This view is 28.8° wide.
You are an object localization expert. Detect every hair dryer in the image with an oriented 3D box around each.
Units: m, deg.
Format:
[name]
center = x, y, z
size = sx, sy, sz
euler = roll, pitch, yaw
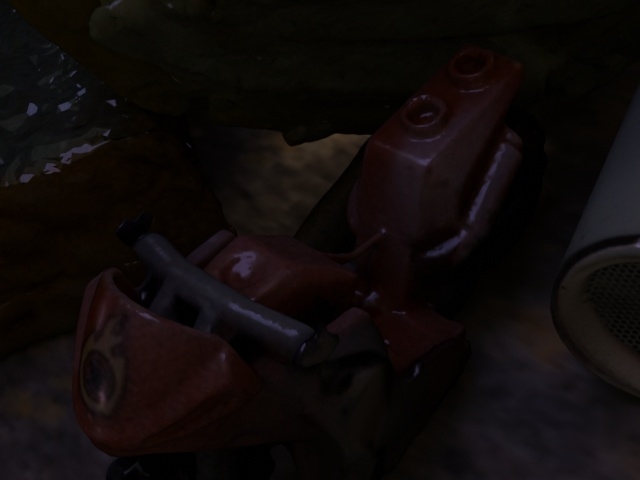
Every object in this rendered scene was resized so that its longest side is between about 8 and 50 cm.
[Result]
[hair dryer]
center = 0.195, -0.013, 0.349
size = 0.236, 0.073, 0.131
euler = 5, 48, 32

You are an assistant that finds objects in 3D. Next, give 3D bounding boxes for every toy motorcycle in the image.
[toy motorcycle]
center = 0.001, 0.016, 0.397
size = 0.084, 0.118, 0.212
euler = 28, 65, 37

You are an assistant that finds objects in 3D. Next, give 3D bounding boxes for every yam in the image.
[yam]
center = 0.000, 0.000, 0.494
size = 0.021, 0.021, 0.116
euler = 10, 54, 39

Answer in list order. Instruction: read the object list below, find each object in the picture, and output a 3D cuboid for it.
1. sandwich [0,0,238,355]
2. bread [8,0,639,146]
[sandwich]
center = -0.201, -0.067, 0.603
size = 0.271, 0.099, 0.301
euler = -20, 47, 1
[bread]
center = 0.008, -0.116, 0.452
size = 0.257, 0.186, 0.124
euler = -3, 58, -3
